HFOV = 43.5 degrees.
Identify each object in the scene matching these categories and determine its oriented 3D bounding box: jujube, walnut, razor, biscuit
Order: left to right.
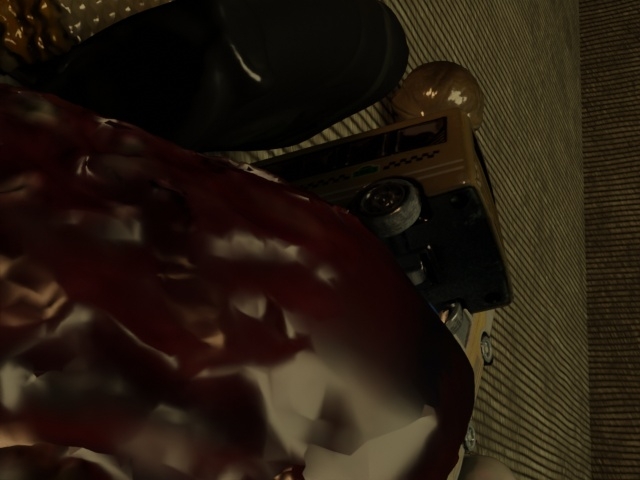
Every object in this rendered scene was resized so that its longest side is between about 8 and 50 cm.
[{"bbox_3d":[-0.107,0.066,0.396,0.258,0.376,0.258,-164,-90,-77],"label":"jujube"},{"bbox_3d":[-0.135,-0.236,0.675,0.379,0.054,0.094,-48,127,-56],"label":"biscuit"},{"bbox_3d":[-0.064,-0.129,0.630,0.349,0.204,0.113,-28,96,-62],"label":"razor"},{"bbox_3d":[0.176,-0.197,1.195,0.162,0.140,0.140,-55,134,-66],"label":"walnut"}]

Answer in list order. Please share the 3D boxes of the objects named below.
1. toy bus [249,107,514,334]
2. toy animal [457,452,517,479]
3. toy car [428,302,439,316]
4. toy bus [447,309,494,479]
[{"bbox_3d":[0.000,0.000,0.656,0.157,0.289,0.139,-82,151,-49],"label":"toy bus"},{"bbox_3d":[0.245,0.434,1.179,0.187,0.165,0.235,-74,155,-78],"label":"toy animal"},{"bbox_3d":[-0.009,0.105,0.585,0.103,0.216,0.063,62,-4,-34],"label":"toy car"},{"bbox_3d":[0.171,0.195,1.162,0.138,0.097,0.342,57,39,-32],"label":"toy bus"}]
